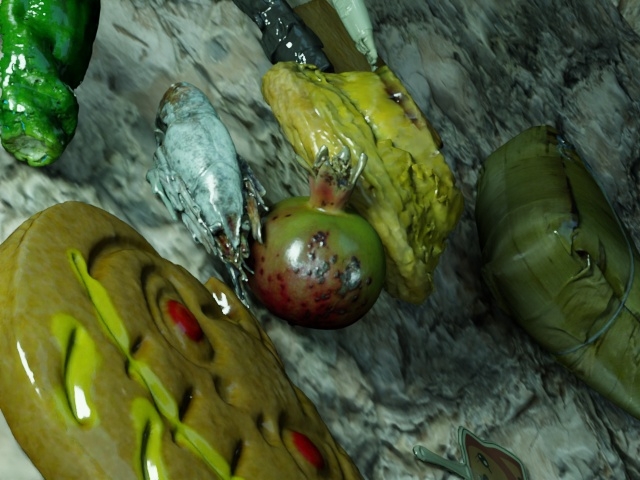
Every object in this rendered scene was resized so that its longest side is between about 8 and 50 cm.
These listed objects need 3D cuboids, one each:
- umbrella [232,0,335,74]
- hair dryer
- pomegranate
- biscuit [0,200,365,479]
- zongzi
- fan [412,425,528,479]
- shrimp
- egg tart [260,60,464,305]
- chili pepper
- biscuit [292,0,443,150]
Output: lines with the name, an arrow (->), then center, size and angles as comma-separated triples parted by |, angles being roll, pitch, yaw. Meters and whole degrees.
umbrella -> -0.065, -0.259, 1.940 | 0.235, 0.059, 0.066 | 55, -1, 9
hair dryer -> 0.003, -0.295, 2.107 | 0.206, 0.075, 0.237 | 8, 48, -52
pomegranate -> 0.002, 0.005, 1.556 | 0.129, 0.159, 0.129 | 13, 44, -13
biscuit -> -0.083, 0.128, 1.317 | 0.394, 0.070, 0.350 | 45, 24, -20
zongzi -> 0.329, 0.055, 2.117 | 0.360, 0.160, 0.323 | 45, 25, -19
fan -> 0.154, 0.229, 1.718 | 0.220, 0.009, 0.132 | 30, 31, -45
shrimp -> -0.097, -0.039, 1.536 | 0.090, 0.079, 0.233 | -6, 57, -23
egg tart -> 0.054, -0.073, 1.733 | 0.294, 0.123, 0.294 | 57, 3, -5
chili pepper -> -0.213, -0.164, 1.421 | 0.098, 0.061, 0.224 | 44, 41, -42
biscuit -> 0.051, -0.185, 2.113 | 0.237, 0.013, 0.232 | 53, 22, -1
